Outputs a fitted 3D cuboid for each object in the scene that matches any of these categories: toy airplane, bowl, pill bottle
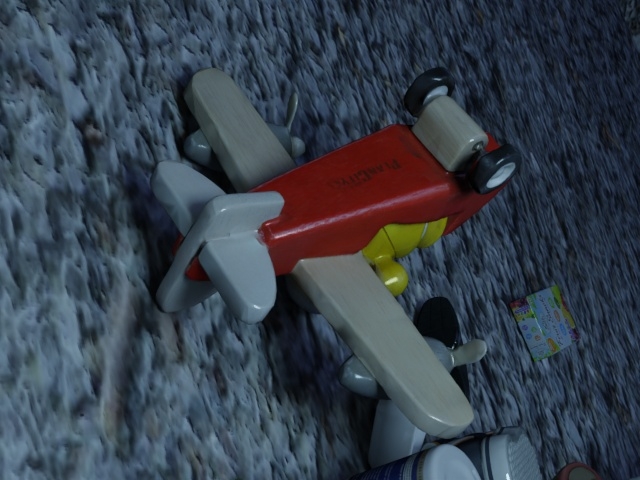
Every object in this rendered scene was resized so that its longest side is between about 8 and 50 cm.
[{"bbox_3d":[0.000,0.000,1.087,0.384,0.272,0.386,16,53,-1],"label":"toy airplane"},{"bbox_3d":[0.094,0.198,1.172,0.142,0.053,0.142,-61,162,-53],"label":"bowl"},{"bbox_3d":[0.070,0.268,1.021,0.094,0.169,0.094,35,41,-37],"label":"pill bottle"}]

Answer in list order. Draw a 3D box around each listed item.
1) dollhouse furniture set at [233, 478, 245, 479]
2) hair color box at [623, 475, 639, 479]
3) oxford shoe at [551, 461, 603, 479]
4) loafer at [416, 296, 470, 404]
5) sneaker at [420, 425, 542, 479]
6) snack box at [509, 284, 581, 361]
[{"bbox_3d":[-0.142,0.275,0.730,0.301,0.151,0.198,26,47,-44],"label":"dollhouse furniture set"},{"bbox_3d":[0.523,0.389,1.380,0.113,0.374,0.185,17,53,-49],"label":"hair color box"},{"bbox_3d":[0.333,0.458,1.296,0.123,0.130,0.348,0,71,-38],"label":"oxford shoe"},{"bbox_3d":[0.162,0.156,1.355,0.061,0.062,0.170,55,28,-55],"label":"loafer"},{"bbox_3d":[0.186,0.283,1.205,0.321,0.127,0.126,39,37,-64],"label":"sneaker"},{"bbox_3d":[0.364,0.131,1.669,0.141,0.037,0.100,-10,74,-57],"label":"snack box"}]
